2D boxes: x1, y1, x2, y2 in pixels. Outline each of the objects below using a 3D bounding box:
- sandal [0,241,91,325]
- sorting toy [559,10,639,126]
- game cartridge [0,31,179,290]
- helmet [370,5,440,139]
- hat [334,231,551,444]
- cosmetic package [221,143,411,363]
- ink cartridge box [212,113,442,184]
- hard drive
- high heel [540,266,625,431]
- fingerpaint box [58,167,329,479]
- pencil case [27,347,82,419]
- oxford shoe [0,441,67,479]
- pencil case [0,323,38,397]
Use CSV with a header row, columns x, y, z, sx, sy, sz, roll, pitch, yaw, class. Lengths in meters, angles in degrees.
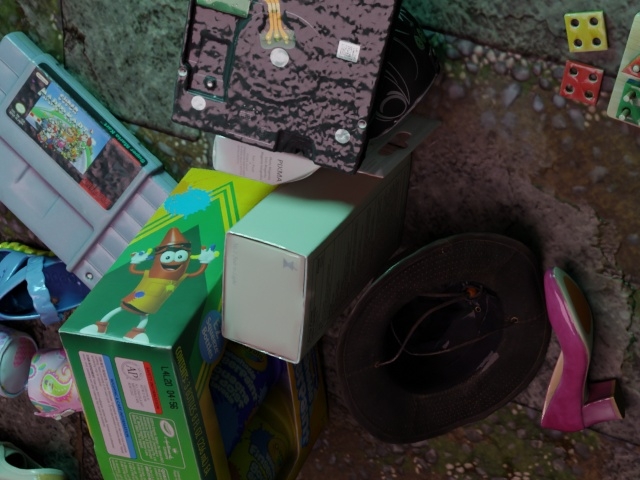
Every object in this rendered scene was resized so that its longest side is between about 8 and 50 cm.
x,y,z,sx,sy,sz,roll,pitch,yaw,class
-0.478,0.077,2.135,0.317,0.138,0.126,-10,112,37,sandal
0.391,-0.177,1.522,0.274,0.046,0.132,23,125,19,sorting toy
-0.388,-0.114,1.995,0.355,0.068,0.230,44,121,3,game cartridge
0.044,-0.222,1.634,0.161,0.169,0.169,42,131,-15,helmet
0.140,0.103,1.753,0.134,0.331,0.331,-127,36,-50,hat
0.000,0.000,1.687,0.113,0.309,0.160,19,123,21,cosmetic package
0.010,-0.121,1.692,0.232,0.189,0.066,20,125,20,ink cartridge box
-0.029,-0.262,1.509,0.236,0.064,0.339,16,120,7,hard drive
0.303,0.145,1.734,0.117,0.082,0.244,-14,121,26,high heel
-0.144,0.189,1.798,0.163,0.371,0.445,7,127,21,fingerpaint box
-0.338,0.221,2.135,0.284,0.124,0.124,-9,111,31,pencil case
-0.619,0.414,2.423,0.449,0.169,0.130,13,81,34,oxford shoe
-0.616,0.187,2.293,0.273,0.113,0.124,11,130,26,pencil case
